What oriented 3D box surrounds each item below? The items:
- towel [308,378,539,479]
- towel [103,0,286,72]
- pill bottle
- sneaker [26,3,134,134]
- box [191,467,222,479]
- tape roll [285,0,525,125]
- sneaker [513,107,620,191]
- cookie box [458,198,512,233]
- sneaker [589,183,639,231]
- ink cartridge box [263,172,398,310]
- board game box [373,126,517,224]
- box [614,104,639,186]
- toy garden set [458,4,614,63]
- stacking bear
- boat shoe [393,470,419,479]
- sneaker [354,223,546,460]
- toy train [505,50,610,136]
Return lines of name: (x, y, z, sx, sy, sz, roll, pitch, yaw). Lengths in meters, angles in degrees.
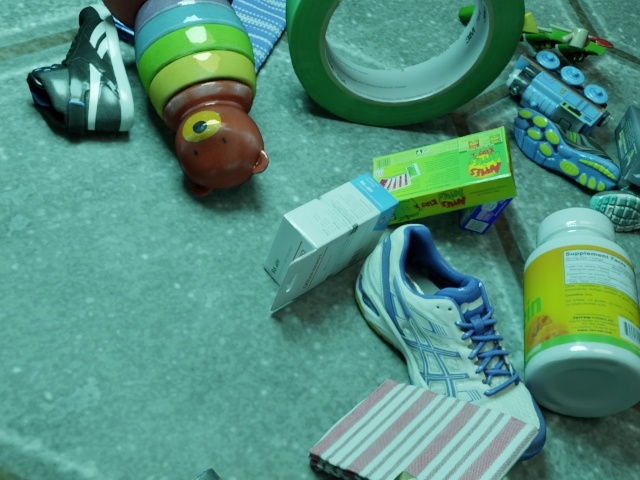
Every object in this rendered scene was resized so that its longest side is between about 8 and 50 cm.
towel: (0.100, 0.206, 0.789, 0.197, 0.029, 0.144, 10, 33, 43)
towel: (-0.169, -0.380, 1.236, 0.243, 0.040, 0.336, 24, 48, -1)
pill bottle: (0.321, 0.080, 0.976, 0.136, 0.136, 0.245, 18, 48, -6)
sneaker: (-0.323, -0.232, 1.028, 0.121, 0.079, 0.217, -7, 56, -26)
box: (-0.073, 0.346, 0.602, 0.165, 0.143, 0.270, -30, 68, -39)
tape roll: (0.113, -0.299, 1.084, 0.321, 0.321, 0.077, 6, 49, -16)
sneaker: (0.385, -0.142, 1.242, 0.188, 0.067, 0.078, 35, 28, 11)
cookie box: (0.228, -0.079, 1.102, 0.040, 0.092, 0.107, 15, 48, -14)
sneaker: (0.476, -0.056, 1.208, 0.166, 0.065, 0.076, 6, 35, -21)
ink cartridge box: (0.000, 0.000, 0.942, 0.180, 0.104, 0.060, -29, 67, -36)
board game box: (0.161, -0.084, 1.045, 0.181, 0.043, 0.092, -12, 48, 18)
box: (0.564, -0.122, 1.242, 0.183, 0.059, 0.232, 26, 30, 2)
toy garden set: (0.374, -0.347, 1.355, 0.244, 0.049, 0.204, 14, 11, -11)
stacking bear: (-0.153, -0.202, 1.012, 0.175, 0.164, 0.289, -19, 73, 4)
boat shoe: (0.041, 0.294, 0.527, 0.098, 0.109, 0.302, 31, 38, 5)
sneaker: (0.153, 0.112, 0.892, 0.112, 0.131, 0.296, -26, 66, -37)
toy train: (0.389, -0.238, 1.305, 0.184, 0.080, 0.105, 41, 56, 14)
